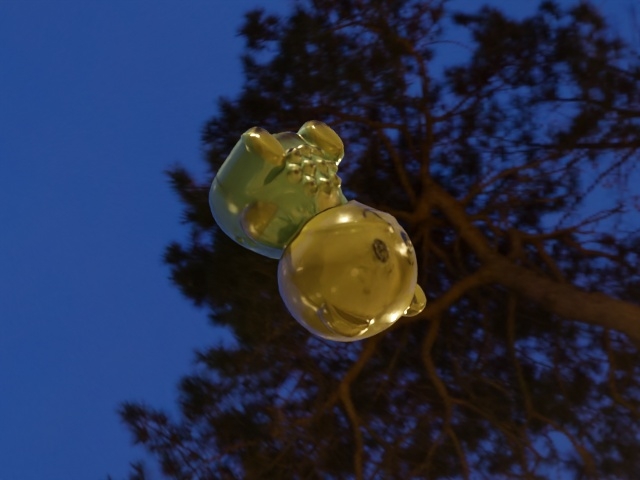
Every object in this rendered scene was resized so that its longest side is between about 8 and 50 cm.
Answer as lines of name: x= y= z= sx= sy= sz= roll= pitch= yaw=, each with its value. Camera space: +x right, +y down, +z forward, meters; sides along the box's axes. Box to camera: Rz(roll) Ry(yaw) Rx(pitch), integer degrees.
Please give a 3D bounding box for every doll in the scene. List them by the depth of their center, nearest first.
doll: x=0.000 y=0.000 z=1.309 sx=0.260 sy=0.177 sz=0.161 roll=48 pitch=-59 yaw=19
